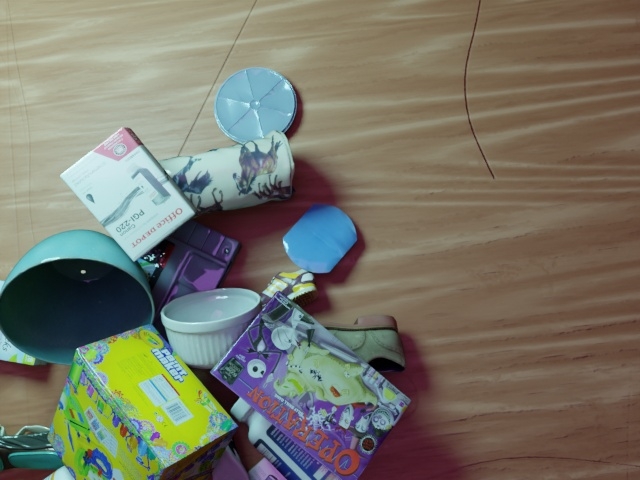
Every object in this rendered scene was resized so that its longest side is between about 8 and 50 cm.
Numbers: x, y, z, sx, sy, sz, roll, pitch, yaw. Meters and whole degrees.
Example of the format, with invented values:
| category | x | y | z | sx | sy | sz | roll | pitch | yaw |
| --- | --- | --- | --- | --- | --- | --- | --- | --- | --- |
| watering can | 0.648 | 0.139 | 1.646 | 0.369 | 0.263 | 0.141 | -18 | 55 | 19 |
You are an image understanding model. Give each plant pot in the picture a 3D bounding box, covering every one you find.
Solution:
| category | x | y | z | sx | sy | sz | roll | pitch | yaw |
| --- | --- | --- | --- | --- | --- | --- | --- | --- | --- |
| plant pot | -0.496 | 0.089 | 1.278 | 0.290 | 0.290 | 0.195 | -19 | 40 | -1 |

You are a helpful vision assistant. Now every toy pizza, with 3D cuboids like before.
| category | x | y | z | sx | sy | sz | roll | pitch | yaw |
| --- | --- | --- | --- | --- | --- | --- | --- | --- | --- |
| toy pizza | -0.157 | -0.324 | 1.495 | 0.201 | 0.032 | 0.201 | -1 | 78 | 2 |

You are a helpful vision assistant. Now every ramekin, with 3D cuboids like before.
| category | x | y | z | sx | sy | sz | roll | pitch | yaw |
| --- | --- | --- | --- | --- | --- | --- | --- | --- | --- |
| ramekin | -0.221 | 0.182 | 1.283 | 0.207 | 0.207 | 0.109 | -4 | 105 | 2 |

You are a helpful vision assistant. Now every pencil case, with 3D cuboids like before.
| category | x | y | z | sx | sy | sz | roll | pitch | yaw |
| --- | --- | --- | --- | --- | --- | --- | --- | --- | --- |
| pencil case | -0.262 | -0.129 | 1.369 | 0.410 | 0.183 | 0.160 | -14 | 100 | -8 |

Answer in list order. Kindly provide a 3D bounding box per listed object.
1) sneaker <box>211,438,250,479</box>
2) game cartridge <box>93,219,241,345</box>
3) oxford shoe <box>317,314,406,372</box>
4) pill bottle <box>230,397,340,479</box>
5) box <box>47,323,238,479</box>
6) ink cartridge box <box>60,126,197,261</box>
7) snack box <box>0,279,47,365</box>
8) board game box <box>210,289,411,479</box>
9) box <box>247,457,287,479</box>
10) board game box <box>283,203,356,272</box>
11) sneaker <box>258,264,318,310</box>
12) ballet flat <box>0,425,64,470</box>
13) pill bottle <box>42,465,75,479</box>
| category | x | y | z | sx | sy | sz | roll | pitch | yaw |
| --- | --- | --- | --- | --- | --- | --- | --- | --- | --- |
| sneaker | -0.197 | 0.458 | 1.315 | 0.079 | 0.121 | 0.217 | -21 | 99 | 5 |
| game cartridge | -0.362 | 0.115 | 1.408 | 0.230 | 0.068 | 0.355 | 25 | 81 | 3 |
| oxford shoe | 0.021 | 0.246 | 1.278 | 0.348 | 0.123 | 0.130 | -9 | 56 | -17 |
| pill bottle | -0.054 | 0.406 | 1.290 | 0.265 | 0.153 | 0.153 | 43 | 84 | 9 |
| box | -0.358 | 0.376 | 1.202 | 0.290 | 0.177 | 0.279 | 43 | 122 | 22 |
| ink cartridge box | -0.373 | -0.091 | 1.217 | 0.158 | 0.092 | 0.218 | -39 | 103 | -3 |
| snack box | -0.715 | 0.182 | 1.403 | 0.207 | 0.070 | 0.174 | 8 | 79 | 3 |
| board game box | -0.015 | 0.285 | 1.198 | 0.347 | 0.056 | 0.208 | 40 | 78 | -4 |
| box | -0.127 | 0.529 | 1.335 | 0.136 | 0.028 | 0.081 | -40 | 80 | -3 |
| board game box | 0.000 | 0.000 | 1.420 | 0.133 | 0.033 | 0.168 | 38 | 73 | 10 |
| sneaker | -0.099 | 0.120 | 1.397 | 0.185 | 0.069 | 0.084 | -20 | 57 | 3 |
| ballet flat | -0.679 | 0.454 | 1.342 | 0.280 | 0.096 | 0.095 | 1 | 123 | -7 |
| pill bottle | -0.547 | 0.560 | 1.290 | 0.246 | 0.136 | 0.136 | -34 | 80 | -4 |
